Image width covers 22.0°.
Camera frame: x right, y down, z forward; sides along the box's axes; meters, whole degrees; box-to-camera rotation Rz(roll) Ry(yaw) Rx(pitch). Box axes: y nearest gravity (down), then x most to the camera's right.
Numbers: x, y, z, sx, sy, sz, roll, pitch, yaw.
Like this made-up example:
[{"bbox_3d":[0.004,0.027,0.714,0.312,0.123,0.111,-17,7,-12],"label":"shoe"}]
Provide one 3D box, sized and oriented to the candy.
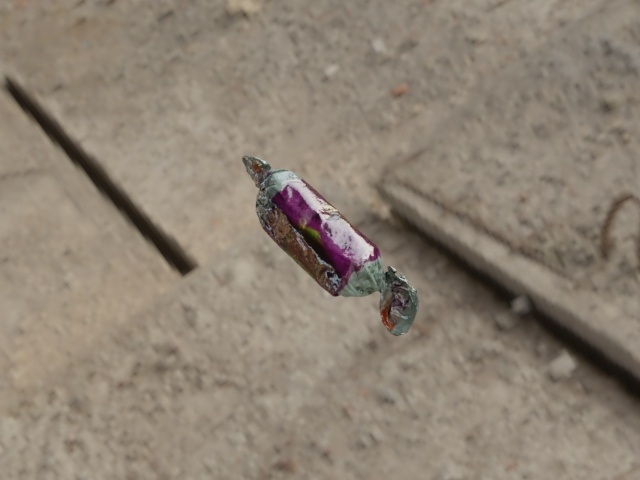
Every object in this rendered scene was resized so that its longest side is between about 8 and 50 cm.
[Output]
[{"bbox_3d":[0.000,0.000,1.141,0.043,0.045,0.175,-27,59,-38],"label":"candy"}]
